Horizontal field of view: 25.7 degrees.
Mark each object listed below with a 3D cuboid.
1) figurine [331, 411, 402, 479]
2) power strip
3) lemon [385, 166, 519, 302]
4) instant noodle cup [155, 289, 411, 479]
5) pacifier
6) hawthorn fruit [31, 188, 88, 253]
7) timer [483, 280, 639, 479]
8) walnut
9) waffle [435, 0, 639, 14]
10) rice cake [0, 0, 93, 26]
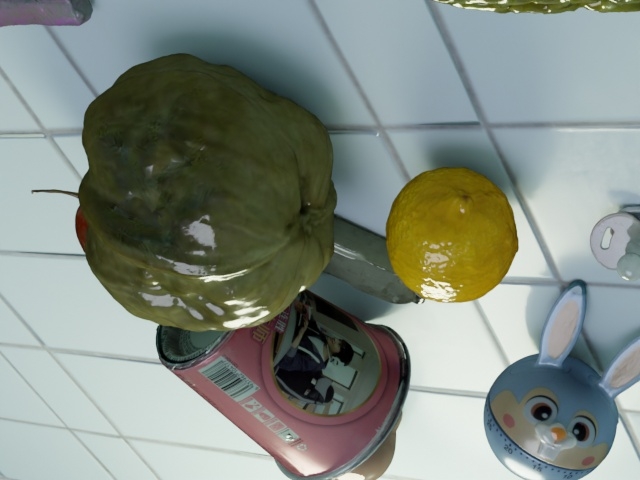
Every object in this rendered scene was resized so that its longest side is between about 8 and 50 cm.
[{"bbox_3d":[0.047,0.285,1.984,0.125,0.125,0.138,26,138,3],"label":"figurine"},{"bbox_3d":[-0.001,0.002,1.677,0.285,0.048,0.080,24,150,6],"label":"power strip"},{"bbox_3d":[0.139,-0.003,1.483,0.142,0.142,0.187,16,157,17],"label":"lemon"},{"bbox_3d":[-0.056,0.142,1.716,0.244,0.244,0.255,-12,139,45],"label":"instant noodle cup"},{"bbox_3d":[0.321,0.011,1.428,0.099,0.078,0.082,20,126,14],"label":"pacifier"},{"bbox_3d":[-0.241,-0.029,1.725,0.203,0.162,0.163,36,152,20],"label":"hawthorn fruit"},{"bbox_3d":[0.285,0.188,1.627,0.175,0.175,0.255,27,147,1],"label":"timer"},{"bbox_3d":[-0.123,-0.046,1.506,0.276,0.253,0.282,15,147,17],"label":"walnut"},{"bbox_3d":[0.207,-0.214,1.046,0.317,0.073,0.297,-2,-179,39],"label":"waffle"},{"bbox_3d":[-0.341,-0.260,1.566,0.206,0.036,0.047,5,132,32],"label":"rice cake"}]
